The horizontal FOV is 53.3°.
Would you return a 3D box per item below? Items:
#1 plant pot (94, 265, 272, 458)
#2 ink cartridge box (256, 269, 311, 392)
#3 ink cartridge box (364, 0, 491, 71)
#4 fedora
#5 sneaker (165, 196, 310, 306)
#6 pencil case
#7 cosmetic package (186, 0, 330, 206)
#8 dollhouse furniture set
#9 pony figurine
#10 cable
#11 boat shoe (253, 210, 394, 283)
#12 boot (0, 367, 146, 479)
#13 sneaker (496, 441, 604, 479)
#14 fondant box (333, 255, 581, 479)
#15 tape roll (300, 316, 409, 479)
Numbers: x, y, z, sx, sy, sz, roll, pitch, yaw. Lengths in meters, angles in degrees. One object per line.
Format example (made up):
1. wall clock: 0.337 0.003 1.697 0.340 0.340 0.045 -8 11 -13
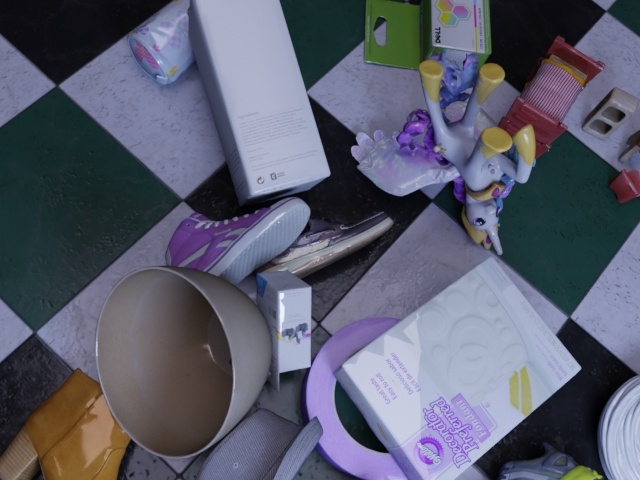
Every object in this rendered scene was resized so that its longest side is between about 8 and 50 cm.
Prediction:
1. plant pot: -0.186 0.171 1.009 0.191 0.284 0.284 -8 64 -57
2. ink cartridge box: -0.063 0.153 1.088 0.062 0.104 0.181 -6 106 -25
3. ink cartridge box: 0.232 -0.473 1.398 0.255 0.097 0.188 6 69 -7
4. fedora: -0.112 0.363 0.961 0.124 0.244 0.275 31 99 10
5. sneaker: -0.162 -0.018 1.128 0.282 0.102 0.161 -37 62 7
6. pencil case: -0.259 -0.436 1.304 0.273 0.113 0.124 -44 110 -20
7. cosmetic package: -0.122 -0.261 1.168 0.155 0.197 0.365 -15 91 -13
8. dollhouse furniture set: 0.577 -0.227 1.328 0.374 0.152 0.201 32 69 4
9. pony figurine: 0.253 -0.174 1.195 0.303 0.363 0.351 -28 61 -9
10. cable: 0.625 0.364 1.140 0.257 0.089 0.257 -8 72 0
11. boat shoe: 0.000 0.000 1.190 0.285 0.103 0.092 -25 80 -10
12. boot: -0.343 0.355 1.006 0.295 0.104 0.211 37 69 10
13. sneaker: 0.326 0.447 1.067 0.300 0.111 0.121 -21 35 -23
14. fondant box: 0.224 0.215 1.051 0.330 0.096 0.238 -33 78 -18
15. tape roll: 0.106 0.277 1.110 0.275 0.090 0.274 2 70 -7
